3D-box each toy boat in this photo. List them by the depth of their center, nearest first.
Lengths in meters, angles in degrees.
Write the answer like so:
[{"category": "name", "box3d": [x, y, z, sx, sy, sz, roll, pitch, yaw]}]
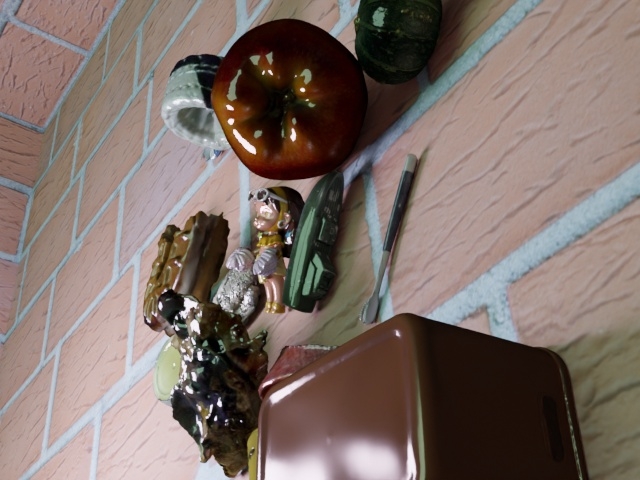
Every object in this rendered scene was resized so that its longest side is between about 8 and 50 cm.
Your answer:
[{"category": "toy boat", "box3d": [-0.034, 0.298, 1.245, 0.206, 0.096, 0.282, -2, 52, 34]}, {"category": "toy boat", "box3d": [0.000, 0.000, 1.449, 0.085, 0.078, 0.260, 9, 79, 34]}, {"category": "toy boat", "box3d": [-0.276, -0.237, 2.078, 0.149, 0.034, 0.105, -42, 38, 38]}]

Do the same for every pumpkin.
[{"category": "pumpkin", "box3d": [0.130, -0.360, 1.387, 0.190, 0.146, 0.190, 174, 90, -77]}]

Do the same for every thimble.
[{"category": "thimble", "box3d": [-0.250, -0.316, 1.912, 0.237, 0.237, 0.150, -23, 50, 51]}]

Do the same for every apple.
[{"category": "apple", "box3d": [-0.053, -0.247, 1.450, 0.288, 0.288, 0.317, -63, 2, 10]}]

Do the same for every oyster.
[{"category": "oyster", "box3d": [-0.199, 0.257, 1.416, 0.221, 0.096, 0.361, 26, 126, 33]}]

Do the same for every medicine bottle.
[{"category": "medicine bottle", "box3d": [-0.230, 0.260, 1.586, 0.147, 0.143, 0.147, -30, 48, 41]}]

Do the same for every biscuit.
[{"category": "biscuit", "box3d": [-0.305, 0.079, 1.797, 0.366, 0.115, 0.268, 156, 131, -68]}]

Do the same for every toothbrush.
[{"category": "toothbrush", "box3d": [0.111, -0.003, 1.320, 0.026, 0.024, 0.288, 172, 114, -72]}]

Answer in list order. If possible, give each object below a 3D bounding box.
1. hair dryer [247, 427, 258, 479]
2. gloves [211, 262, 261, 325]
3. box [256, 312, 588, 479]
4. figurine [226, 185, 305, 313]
[{"category": "hair dryer", "box3d": [-0.118, 0.430, 1.371, 0.278, 0.090, 0.135, -53, 34, 37]}, {"category": "gloves", "box3d": [-0.169, 0.114, 1.650, 0.153, 0.070, 0.114, -58, 32, 19]}, {"category": "box", "box3d": [0.099, 0.256, 0.973, 0.339, 0.229, 0.239, -37, 43, 43]}, {"category": "figurine", "box3d": [-0.089, 0.015, 1.542, 0.175, 0.116, 0.240, -2, 76, 60]}]
